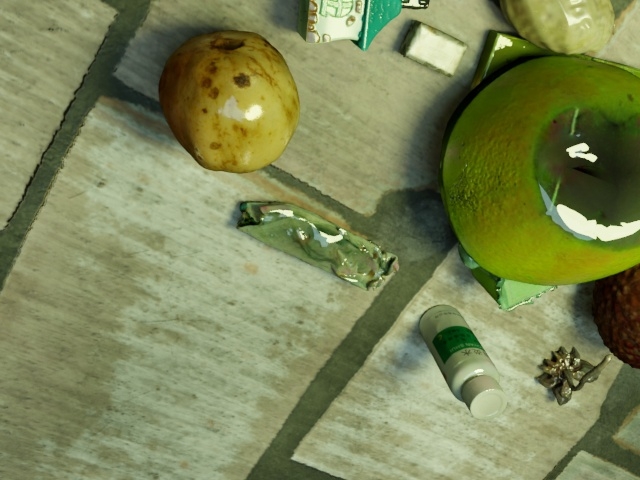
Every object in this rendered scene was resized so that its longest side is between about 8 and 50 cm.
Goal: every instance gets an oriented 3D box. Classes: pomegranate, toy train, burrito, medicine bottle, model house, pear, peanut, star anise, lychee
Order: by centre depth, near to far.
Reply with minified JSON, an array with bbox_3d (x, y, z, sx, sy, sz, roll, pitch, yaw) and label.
[{"bbox_3d":[-0.136,-0.198,0.996,0.216,0.215,0.215,-4,117,-9],"label":"pomegranate"},{"bbox_3d":[0.046,-0.359,1.007,0.149,0.100,0.127,-1,116,-13],"label":"model house"},{"bbox_3d":[0.329,-0.412,1.019,0.149,0.149,0.313,-38,114,9],"label":"peanut"},{"bbox_3d":[0.393,-0.104,1.028,0.399,0.165,0.398,0,93,-1],"label":"pear"},{"bbox_3d":[-0.002,0.002,1.194,0.309,0.066,0.096,24,112,-18],"label":"burrito"},{"bbox_3d":[0.384,-0.004,1.220,0.272,0.159,0.188,-25,121,-3],"label":"toy train"},{"bbox_3d":[0.263,0.223,1.245,0.095,0.260,0.095,-4,118,-8],"label":"medicine bottle"},{"bbox_3d":[0.655,0.129,1.290,0.261,0.260,0.260,-4,117,-9],"label":"lychee"},{"bbox_3d":[0.547,0.284,1.364,0.148,0.227,0.218,-5,106,-1],"label":"star anise"}]

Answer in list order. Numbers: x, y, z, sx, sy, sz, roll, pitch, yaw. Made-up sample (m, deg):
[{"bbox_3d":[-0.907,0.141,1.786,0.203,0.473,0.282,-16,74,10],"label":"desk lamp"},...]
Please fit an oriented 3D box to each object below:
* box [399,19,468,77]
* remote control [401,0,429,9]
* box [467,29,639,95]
[{"bbox_3d":[0.183,-0.311,1.087,0.098,0.045,0.062,17,110,-17],"label":"box"},{"bbox_3d":[0.155,-0.477,1.011,0.063,0.025,0.245,2,115,-13],"label":"remote control"},{"bbox_3d":[0.410,-0.243,1.165,0.312,0.043,0.172,9,114,-14],"label":"box"}]
